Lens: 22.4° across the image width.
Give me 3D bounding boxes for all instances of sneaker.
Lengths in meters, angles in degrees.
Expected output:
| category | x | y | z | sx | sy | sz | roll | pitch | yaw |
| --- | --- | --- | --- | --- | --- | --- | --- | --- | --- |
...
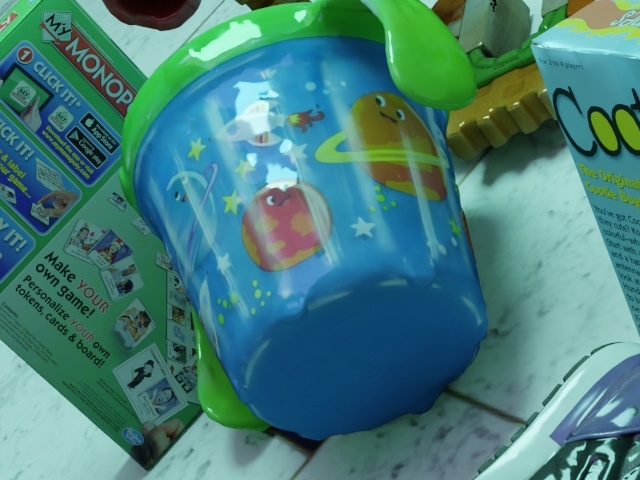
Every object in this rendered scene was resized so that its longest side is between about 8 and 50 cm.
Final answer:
| category | x | y | z | sx | sy | sz | roll | pitch | yaw |
| --- | --- | --- | --- | --- | --- | --- | --- | --- | --- |
| sneaker | 0.121 | 0.175 | 0.813 | 0.283 | 0.107 | 0.124 | -49 | 35 | -13 |

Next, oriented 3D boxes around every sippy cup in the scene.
| category | x | y | z | sx | sy | sz | roll | pitch | yaw |
| --- | --- | --- | --- | --- | --- | --- | --- | --- | --- |
| sippy cup | 0.000 | 0.000 | 1.076 | 0.240 | 0.305 | 0.224 | -19 | 51 | -1 |

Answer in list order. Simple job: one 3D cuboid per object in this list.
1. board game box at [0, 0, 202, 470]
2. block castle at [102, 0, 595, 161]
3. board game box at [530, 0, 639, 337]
| category | x | y | z | sx | sy | sz | roll | pitch | yaw |
| --- | --- | --- | --- | --- | --- | --- | --- | --- | --- |
| board game box | -0.167 | -0.006 | 1.201 | 0.213 | 0.317 | 0.046 | -48 | 27 | -10 |
| block castle | 0.086 | -0.221 | 1.197 | 0.453 | 0.303 | 0.213 | -25 | 34 | 32 |
| board game box | 0.226 | 0.010 | 0.689 | 0.142 | 0.275 | 0.144 | -33 | 25 | -19 |
